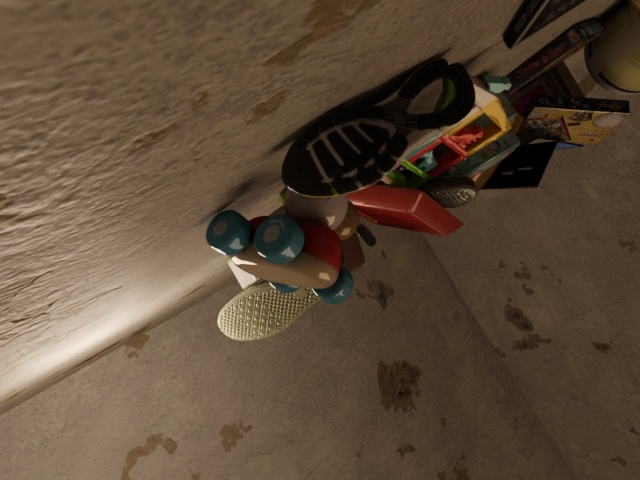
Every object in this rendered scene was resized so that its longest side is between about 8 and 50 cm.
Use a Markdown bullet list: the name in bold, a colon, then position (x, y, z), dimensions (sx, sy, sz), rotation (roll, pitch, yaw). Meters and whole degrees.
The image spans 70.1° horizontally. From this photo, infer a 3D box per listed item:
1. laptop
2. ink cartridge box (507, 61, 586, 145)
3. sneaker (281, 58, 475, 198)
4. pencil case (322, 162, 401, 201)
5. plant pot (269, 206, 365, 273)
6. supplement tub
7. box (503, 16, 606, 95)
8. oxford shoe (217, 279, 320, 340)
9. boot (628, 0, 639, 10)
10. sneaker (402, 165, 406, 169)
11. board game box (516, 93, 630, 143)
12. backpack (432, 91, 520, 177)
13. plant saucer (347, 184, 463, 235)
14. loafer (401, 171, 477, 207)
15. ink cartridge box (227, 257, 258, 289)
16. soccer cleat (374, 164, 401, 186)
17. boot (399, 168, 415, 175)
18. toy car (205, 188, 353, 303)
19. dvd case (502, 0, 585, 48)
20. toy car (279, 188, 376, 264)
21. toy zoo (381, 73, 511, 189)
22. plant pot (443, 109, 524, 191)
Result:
- **laptop**: position (0.641, -0.229, 1.434), dimensions (0.234, 0.136, 0.264), rotation (5, -121, 55)
- **ink cartridge box**: position (0.676, -0.428, 1.424), dimensions (0.088, 0.193, 0.235), rotation (-30, 177, -23)
- **sneaker**: position (0.077, -0.142, 0.646), dimensions (0.300, 0.111, 0.121), rotation (-29, -178, -16)
- **pencil case**: position (0.053, -0.131, 0.755), dimensions (0.206, 0.088, 0.086), rotation (-29, 178, -42)
- **plant pot**: position (0.000, 0.000, 1.199), dimensions (0.263, 0.229, 0.263), rotation (-33, 178, -1)
- **supplement tub**: position (0.860, -0.528, 1.133), dimensions (0.235, 0.235, 0.325), rotation (-32, 178, -7)
- **box**: position (0.594, -0.474, 1.189), dimensions (0.159, 0.044, 0.233), rotation (-31, 178, -36)
- **oxford shoe**: position (-0.113, 0.163, 1.397), dimensions (0.449, 0.169, 0.130), rotation (-33, -165, 10)
- **boot**: position (0.722, -0.542, 0.814), dimensions (0.262, 0.095, 0.203), rotation (-28, 178, 13)
- **sneaker**: position (0.243, -0.250, 1.262), dimensions (0.083, 0.071, 0.190), rotation (-43, -179, 10)
- **board game box**: position (0.697, -0.340, 1.288), dimensions (0.244, 0.042, 0.165), rotation (6, 163, 5)
- **backpack**: position (0.343, -0.250, 1.062), dimensions (0.225, 0.191, 0.253), rotation (-31, 173, 14)
- **plant saucer**: position (0.169, -0.071, 1.077), dimensions (0.259, 0.047, 0.259), rotation (12, 173, 39)
- **loafer**: position (0.243, -0.127, 1.020), dimensions (0.251, 0.094, 0.087), rotation (7, -104, 57)
- **ink cartridge box**: position (-0.138, 0.030, 1.448), dimensions (0.273, 0.114, 0.198), rotation (-30, 177, -25)
- **soccer cleat**: position (0.168, -0.211, 0.951), dimensions (0.083, 0.095, 0.248), rotation (9, 144, -23)
- **boot**: position (0.147, -0.145, 1.309), dimensions (0.223, 0.118, 0.338), rotation (-7, 172, -34)
- **toy car**: position (-0.036, -0.042, 0.811), dimensions (0.210, 0.219, 0.237), rotation (7, -113, 35)
- **dvd case**: position (0.358, -0.359, 0.615), dimensions (0.179, 0.029, 0.239), rotation (-31, 178, 9)
- **toy car**: position (0.030, -0.050, 0.942), dimensions (0.155, 0.188, 0.149), rotation (-31, 178, -4)
- **toy zoo**: position (0.219, -0.202, 0.853), dimensions (0.192, 0.030, 0.293), rotation (22, 137, -41)
- **plant pot**: position (0.455, -0.294, 1.334), dimensions (0.254, 0.237, 0.237), rotation (-48, 171, 28)
